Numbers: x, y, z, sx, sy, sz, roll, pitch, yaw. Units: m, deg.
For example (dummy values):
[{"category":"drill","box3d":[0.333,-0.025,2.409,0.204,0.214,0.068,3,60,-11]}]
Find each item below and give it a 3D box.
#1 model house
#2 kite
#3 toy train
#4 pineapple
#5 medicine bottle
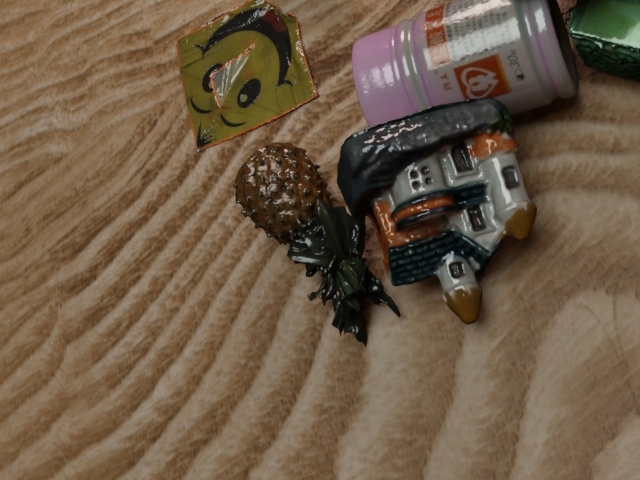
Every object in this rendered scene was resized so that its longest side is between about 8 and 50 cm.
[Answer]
[{"category":"model house","box3d":[0.192,-0.027,1.379,0.271,0.190,0.301,-14,75,-8]},{"category":"kite","box3d":[-0.160,-0.316,1.788,0.377,0.013,0.328,30,90,30]},{"category":"toy train","box3d":[0.505,-0.330,1.360,0.271,0.159,0.188,21,89,28]},{"category":"pineapple","box3d":[0.003,-0.003,1.528,0.165,0.165,0.364,-43,65,9]},{"category":"medicine bottle","box3d":[0.228,-0.278,1.458,0.315,0.202,0.202,-16,67,22]}]
